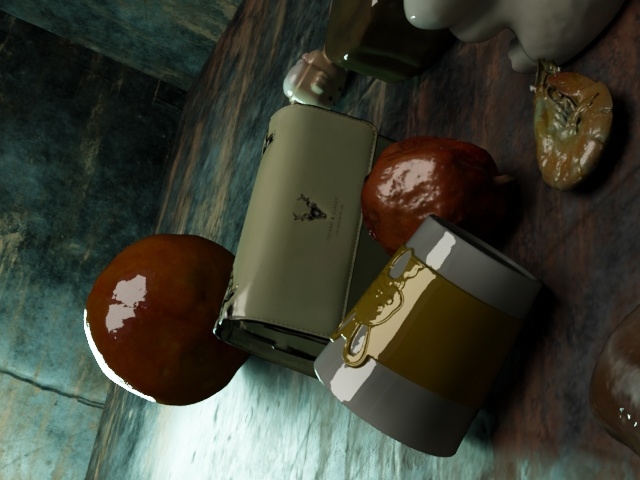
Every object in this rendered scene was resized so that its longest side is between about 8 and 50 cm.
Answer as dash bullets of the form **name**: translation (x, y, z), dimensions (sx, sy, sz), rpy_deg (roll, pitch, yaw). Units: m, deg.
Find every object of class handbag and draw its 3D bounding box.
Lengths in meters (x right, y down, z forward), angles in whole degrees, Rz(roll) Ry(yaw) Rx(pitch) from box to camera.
- **handbag**: translation (0.000, 0.000, 1.358), dimensions (0.160, 0.237, 0.358), rpy_deg (-40, 33, 57)

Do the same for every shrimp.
- **shrimp**: translation (0.281, -0.142, 1.042), dimensions (0.115, 0.051, 0.217), rpy_deg (-46, 27, 34)

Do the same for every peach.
- **peach**: translation (-0.277, 0.152, 1.821), dimensions (0.302, 0.343, 0.342), rpy_deg (9, 77, 53)

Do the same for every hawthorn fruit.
- **hawthorn fruit**: translation (0.137, -0.057, 1.147), dimensions (0.179, 0.174, 0.173), rpy_deg (136, 153, -76)

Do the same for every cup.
- **cup**: translation (0.113, 0.091, 1.040), dimensions (0.226, 0.185, 0.241), rpy_deg (-58, 27, 10)

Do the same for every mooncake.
- **mooncake**: translation (0.129, -0.407, 1.568), dimensions (0.290, 0.161, 0.290), rpy_deg (-55, 23, 38)

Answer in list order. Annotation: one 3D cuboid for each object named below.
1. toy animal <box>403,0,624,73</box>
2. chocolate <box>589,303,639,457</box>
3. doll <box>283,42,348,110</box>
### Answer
- **toy animal**: translation (0.183, -0.362, 1.088), dimensions (0.241, 0.368, 0.196), rpy_deg (125, 163, -65)
- **chocolate**: translation (0.285, 0.119, 0.696), dimensions (0.161, 0.083, 0.261), rpy_deg (-65, 19, 5)
- **doll**: translation (0.024, -0.375, 1.895), dimensions (0.278, 0.119, 0.154), rpy_deg (-57, 7, 13)
